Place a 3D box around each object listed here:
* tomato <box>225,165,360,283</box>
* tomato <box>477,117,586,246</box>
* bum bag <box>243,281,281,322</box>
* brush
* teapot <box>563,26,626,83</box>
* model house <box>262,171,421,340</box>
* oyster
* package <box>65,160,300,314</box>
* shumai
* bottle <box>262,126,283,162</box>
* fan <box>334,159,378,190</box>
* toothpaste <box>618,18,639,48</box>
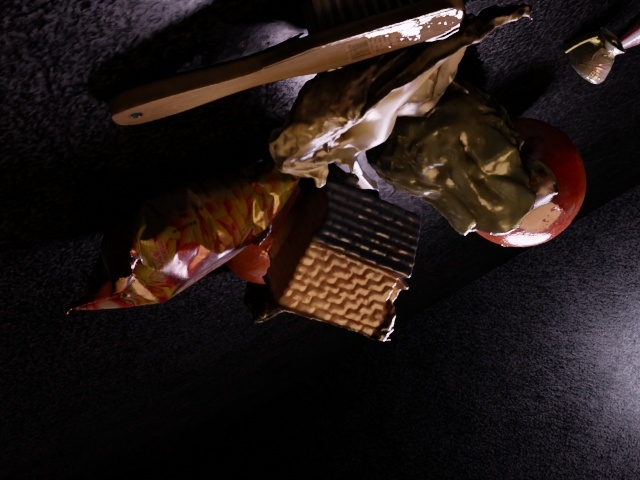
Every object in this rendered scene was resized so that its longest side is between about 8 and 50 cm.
[{"bbox_3d":[-0.038,-0.009,1.307,0.236,0.095,0.237,-25,166,-7],"label":"tomato"},{"bbox_3d":[0.323,-0.094,1.451,0.208,0.208,0.184,-23,168,-19],"label":"tomato"},{"bbox_3d":[-0.028,0.062,1.450,0.248,0.102,0.069,-29,142,29],"label":"bum bag"},{"bbox_3d":[-0.034,-0.176,0.805,0.327,0.065,0.070,-18,172,-1],"label":"brush"},{"bbox_3d":[0.386,-0.267,1.276,0.083,0.064,0.064,21,130,-29],"label":"teapot"},{"bbox_3d":[0.030,-0.004,1.120,0.166,0.183,0.172,17,108,-21],"label":"model house"},{"bbox_3d":[0.088,-0.173,0.946,0.275,0.100,0.271,-46,163,19],"label":"oyster"},{"bbox_3d":[-0.151,-0.011,1.053,0.288,0.108,0.223,-31,178,-35],"label":"package"},{"bbox_3d":[0.188,-0.093,1.201,0.189,0.218,0.256,-40,166,24],"label":"shumai"},{"bbox_3d":[-0.051,-0.104,1.066,0.030,0.030,0.083,-24,167,-16],"label":"bottle"},{"bbox_3d":[0.027,-0.106,1.169,0.057,0.023,0.282,-29,158,7],"label":"fan"},{"bbox_3d":[0.503,-0.326,1.297,0.089,0.057,0.234,-21,171,-20],"label":"toothpaste"}]
